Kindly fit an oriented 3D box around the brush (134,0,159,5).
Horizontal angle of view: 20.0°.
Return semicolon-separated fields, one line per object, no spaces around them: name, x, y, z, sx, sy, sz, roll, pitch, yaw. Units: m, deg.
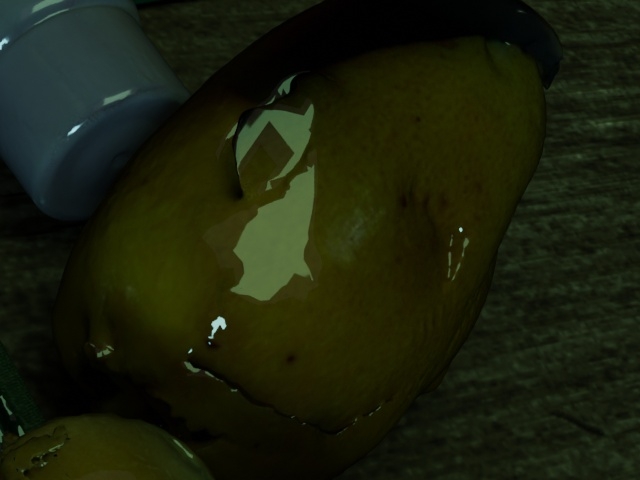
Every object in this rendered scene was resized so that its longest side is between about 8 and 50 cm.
brush;-0.103;-0.153;0.995;0.193;0.032;0.043;-16;66;-40

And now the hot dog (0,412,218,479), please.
hot dog;-0.025;0.219;0.674;0.117;0.158;0.349;-35;81;-25

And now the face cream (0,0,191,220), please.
face cream;-0.168;-0.136;0.906;0.154;0.096;0.274;-28;64;-22

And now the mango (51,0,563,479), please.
mango;0.000;0.000;0.837;0.287;0.152;0.201;-36;111;-39

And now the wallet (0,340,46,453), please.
wallet;-0.228;0.033;0.763;0.160;0.055;0.236;-24;71;-34
